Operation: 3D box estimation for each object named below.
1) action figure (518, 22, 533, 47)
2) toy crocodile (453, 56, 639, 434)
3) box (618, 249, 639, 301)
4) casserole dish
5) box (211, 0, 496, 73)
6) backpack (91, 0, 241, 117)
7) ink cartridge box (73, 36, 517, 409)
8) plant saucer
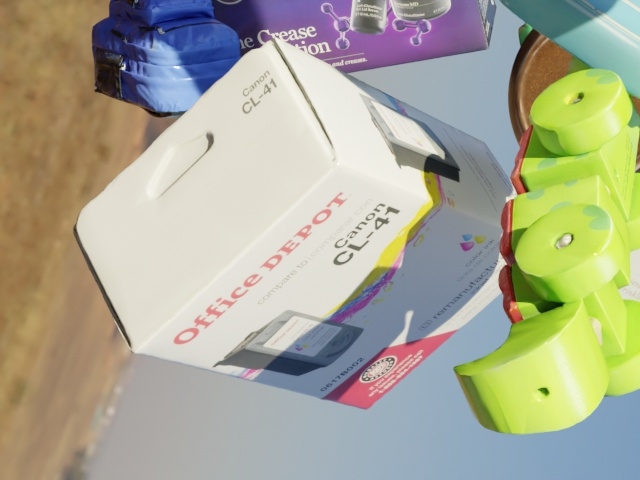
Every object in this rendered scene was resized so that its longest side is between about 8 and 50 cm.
[{"bbox_3d":[0.275,-0.227,2.061,0.137,0.063,0.232,-46,-155,18],"label":"action figure"},{"bbox_3d":[0.163,-0.006,1.178,0.115,0.105,0.340,59,30,-34],"label":"toy crocodile"},{"bbox_3d":[0.347,0.020,1.362,0.181,0.119,0.182,32,-92,47],"label":"box"},{"bbox_3d":[0.206,-0.170,1.249,0.114,0.188,0.037,-44,164,-34],"label":"casserole dish"},{"bbox_3d":[0.017,-0.258,1.703,0.103,0.261,0.184,-72,149,-58],"label":"box"},{"bbox_3d":[-0.123,-0.151,1.457,0.120,0.098,0.101,31,-50,50],"label":"backpack"},{"bbox_3d":[0.000,0.000,1.383,0.226,0.306,0.131,-42,-121,21],"label":"ink cartridge box"},{"bbox_3d":[0.225,-0.116,1.466,0.029,0.168,0.168,-9,123,-61],"label":"plant saucer"}]
